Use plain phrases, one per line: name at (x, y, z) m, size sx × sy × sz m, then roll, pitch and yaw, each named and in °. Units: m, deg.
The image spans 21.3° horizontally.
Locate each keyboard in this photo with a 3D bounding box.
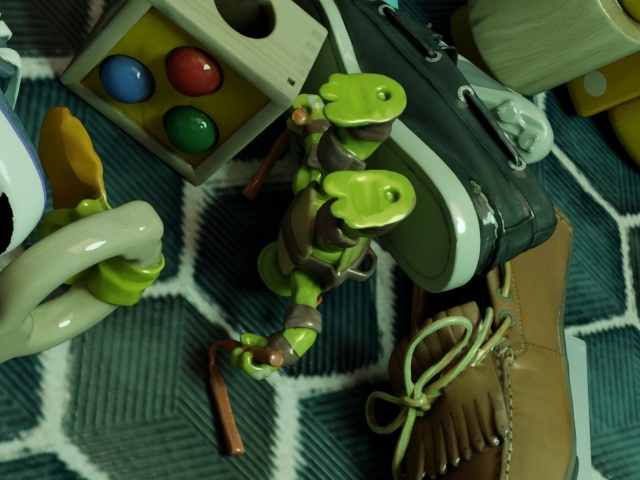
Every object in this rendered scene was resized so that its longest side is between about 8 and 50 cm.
keyboard at (0.182, 0.177, 1.309) m, size 0.072 × 0.014 × 0.256 m, roll 27°, pitch 50°, yaw -31°

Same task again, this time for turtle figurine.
turtle figurine at (0.000, 0.000, 1.127) m, size 0.087 × 0.217 × 0.270 m, roll 18°, pitch 61°, yaw -11°

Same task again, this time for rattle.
rattle at (-0.205, 0.010, 1.034) m, size 0.199 × 0.130 × 0.143 m, roll -29°, pitch 89°, yaw -19°

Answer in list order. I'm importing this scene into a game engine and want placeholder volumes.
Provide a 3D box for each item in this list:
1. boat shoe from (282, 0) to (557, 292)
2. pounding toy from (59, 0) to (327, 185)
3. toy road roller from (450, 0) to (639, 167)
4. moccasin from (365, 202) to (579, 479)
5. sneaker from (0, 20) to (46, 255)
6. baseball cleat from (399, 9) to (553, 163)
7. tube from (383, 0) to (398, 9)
boat shoe at (0.059, -0.103, 1.226) m, size 0.113 × 0.127 × 0.340 m, roll -12°, pitch 42°, yaw -24°
pounding toy at (-0.105, -0.160, 1.158) m, size 0.206 × 0.181 × 0.094 m, roll 38°, pitch 46°, yaw -15°
toy road roller at (0.298, -0.162, 1.488) m, size 0.329 × 0.202 × 0.241 m, roll -21°, pitch 89°, yaw -47°
moccasin at (0.103, 0.095, 1.202) m, size 0.147 × 0.139 × 0.380 m, roll 28°, pitch 50°, yaw -20°
sneaker at (-0.224, -0.152, 1.064) m, size 0.323 × 0.130 × 0.236 m, roll 43°, pitch 44°, yaw 14°
baseball cleat at (0.098, -0.124, 1.396) m, size 0.206 × 0.072 × 0.109 m, roll 37°, pitch 7°, yaw 5°
tube at (0.035, -0.142, 1.326) m, size 0.052 × 0.080 × 0.207 m, roll 44°, pitch 35°, yaw -79°
